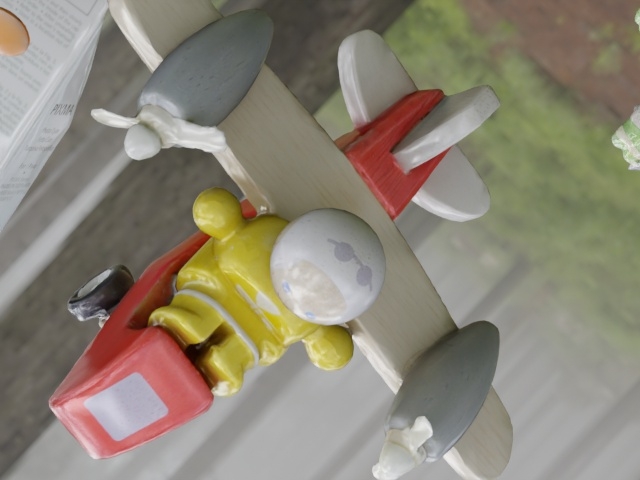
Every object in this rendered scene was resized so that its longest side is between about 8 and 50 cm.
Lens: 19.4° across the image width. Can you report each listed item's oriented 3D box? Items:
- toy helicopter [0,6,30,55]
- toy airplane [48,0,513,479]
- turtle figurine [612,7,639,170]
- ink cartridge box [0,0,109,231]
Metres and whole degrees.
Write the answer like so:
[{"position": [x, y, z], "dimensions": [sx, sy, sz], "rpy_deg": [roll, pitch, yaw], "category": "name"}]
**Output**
[{"position": [-0.324, -0.210, 1.463], "dimensions": [0.235, 0.355, 0.140], "rpy_deg": [-88, -26, -49], "category": "toy helicopter"}, {"position": [0.000, 0.000, 1.466], "dimensions": [0.386, 0.384, 0.272], "rpy_deg": [7, -178, -17], "category": "toy airplane"}, {"position": [0.345, -0.097, 1.563], "dimensions": [0.266, 0.197, 0.275], "rpy_deg": [-88, -24, -57], "category": "turtle figurine"}, {"position": [-0.329, -0.232, 1.674], "dimensions": [0.308, 0.385, 0.091], "rpy_deg": [37, -171, 10], "category": "ink cartridge box"}]
